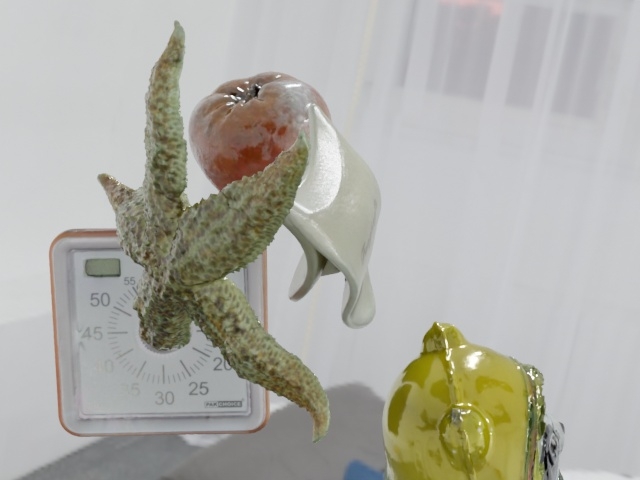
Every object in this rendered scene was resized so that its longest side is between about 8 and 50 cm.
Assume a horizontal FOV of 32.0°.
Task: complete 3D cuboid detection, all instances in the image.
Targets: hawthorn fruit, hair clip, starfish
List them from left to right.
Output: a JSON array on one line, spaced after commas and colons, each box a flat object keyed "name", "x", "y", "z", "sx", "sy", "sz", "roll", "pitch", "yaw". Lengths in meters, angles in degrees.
[{"name": "starfish", "x": -0.120, "y": -0.007, "z": 0.954, "sx": 0.078, "sy": 0.357, "sz": 0.347, "roll": -26, "pitch": 25, "yaw": -31}, {"name": "hawthorn fruit", "x": -0.103, "y": -0.152, "z": 1.821, "sx": 0.235, "sy": 0.262, "sz": 0.231, "roll": 37, "pitch": 30, "yaw": 30}, {"name": "hair clip", "x": 0.018, "y": -0.001, "z": 1.357, "sx": 0.113, "sy": 0.282, "sz": 0.172, "roll": 10, "pitch": 48, "yaw": 7}]

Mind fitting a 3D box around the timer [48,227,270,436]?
[{"name": "timer", "x": -0.192, "y": 0.095, "z": 1.379, "sx": 0.258, "sy": 0.249, "sz": 0.161, "roll": -1, "pitch": 26, "yaw": -1}]

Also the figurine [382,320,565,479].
[{"name": "figurine", "x": 0.167, "y": 0.271, "z": 1.275, "sx": 0.232, "sy": 0.340, "sz": 0.323, "roll": -11, "pitch": 32, "yaw": 4}]
